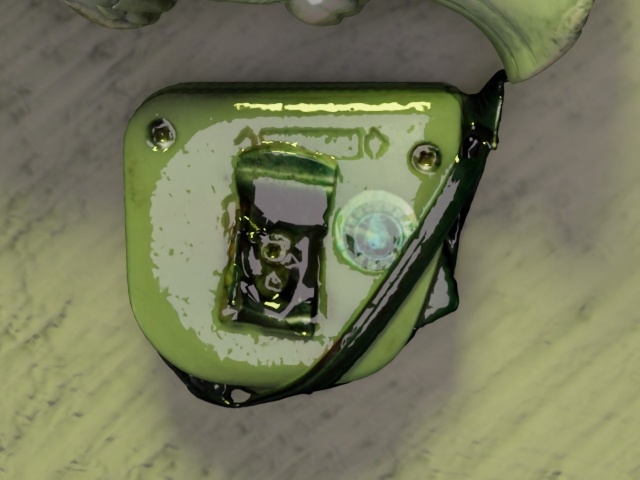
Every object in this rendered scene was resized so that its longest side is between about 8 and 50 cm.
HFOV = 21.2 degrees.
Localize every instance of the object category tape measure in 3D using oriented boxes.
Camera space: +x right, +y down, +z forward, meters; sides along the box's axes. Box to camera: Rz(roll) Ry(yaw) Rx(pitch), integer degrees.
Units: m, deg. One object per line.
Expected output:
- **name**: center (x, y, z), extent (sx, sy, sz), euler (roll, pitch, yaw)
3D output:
- **tape measure**: center (0.000, 0.000, 1.046), extent (0.235, 0.115, 0.207), euler (0, 98, 3)

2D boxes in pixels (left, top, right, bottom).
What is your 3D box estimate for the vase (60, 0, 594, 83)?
- **vase**: center (-0.047, -0.227, 0.945), extent (0.446, 0.250, 0.250), euler (16, 101, -4)
